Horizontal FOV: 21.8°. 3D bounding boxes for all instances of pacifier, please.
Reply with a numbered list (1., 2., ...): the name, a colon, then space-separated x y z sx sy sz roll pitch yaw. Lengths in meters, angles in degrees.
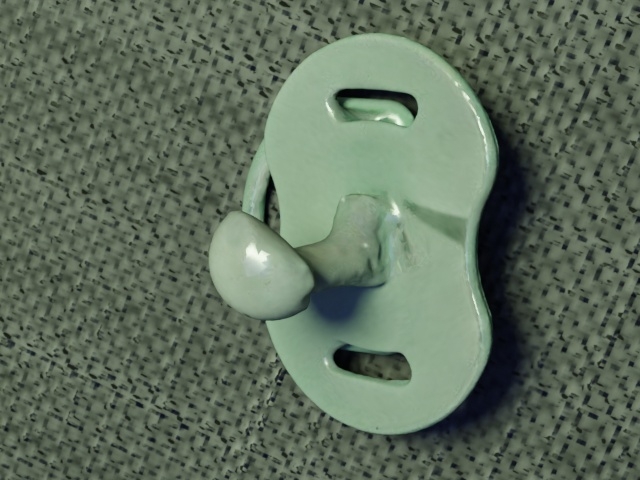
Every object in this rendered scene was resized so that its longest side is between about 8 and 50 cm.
1. pacifier: 0.000 0.000 0.606 0.127 0.116 0.150 17 109 39
